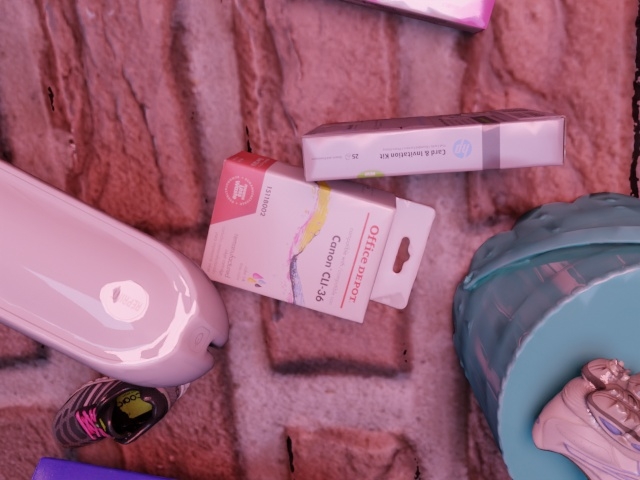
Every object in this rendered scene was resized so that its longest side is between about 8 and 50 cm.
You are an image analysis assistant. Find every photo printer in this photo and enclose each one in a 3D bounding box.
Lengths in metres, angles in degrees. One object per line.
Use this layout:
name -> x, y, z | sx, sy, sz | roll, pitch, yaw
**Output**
photo printer -> -0.221, 0.025, 0.514 | 0.307, 0.256, 0.107 | 27, 75, -2

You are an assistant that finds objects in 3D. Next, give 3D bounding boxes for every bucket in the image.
bucket -> 0.256, 0.102, 0.512 | 0.281, 0.183, 0.281 | 2, 105, 6

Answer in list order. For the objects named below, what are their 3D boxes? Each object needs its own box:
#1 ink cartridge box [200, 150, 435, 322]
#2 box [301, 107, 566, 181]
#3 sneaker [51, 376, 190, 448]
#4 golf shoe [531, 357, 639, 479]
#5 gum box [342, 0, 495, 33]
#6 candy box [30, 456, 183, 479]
ink cartridge box -> 0.000, 0.000, 0.573 | 0.198, 0.067, 0.115 | 15, 106, 2
box -> 0.085, -0.081, 0.501 | 0.186, 0.145, 0.038 | -2, 104, 6
sneaker -> -0.220, 0.181, 0.642 | 0.170, 0.075, 0.063 | -24, 101, 12
golf shoe -> 0.225, 0.154, 0.413 | 0.176, 0.069, 0.086 | 38, 126, -1
gum box -> 0.067, -0.244, 0.501 | 0.188, 0.062, 0.107 | 15, 107, 2
candy box -> -0.154, 0.382, 0.594 | 0.317, 0.268, 0.122 | 9, 148, 4
